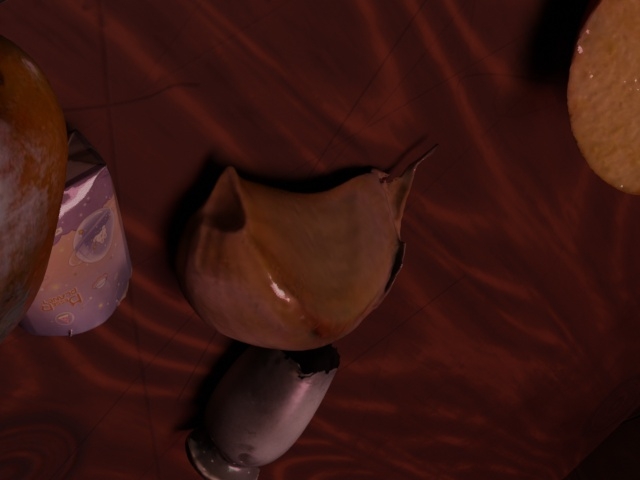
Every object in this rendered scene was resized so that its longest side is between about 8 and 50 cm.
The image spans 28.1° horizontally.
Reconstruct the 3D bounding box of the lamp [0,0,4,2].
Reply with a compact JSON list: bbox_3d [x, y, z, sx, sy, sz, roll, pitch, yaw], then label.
[{"bbox_3d":[-0.189,-0.184,0.715,0.182,0.182,0.314,-46,153,4],"label":"lamp"}]

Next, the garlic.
[{"bbox_3d":[0.004,0.011,1.280,0.338,0.151,0.196,-10,125,-48],"label":"garlic"}]

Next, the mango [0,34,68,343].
[{"bbox_3d":[-0.286,0.008,0.808,0.384,0.199,0.221,-39,-174,40],"label":"mango"}]

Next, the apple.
[{"bbox_3d":[0.412,-0.211,1.381,0.314,0.252,0.309,-11,150,-42],"label":"apple"}]

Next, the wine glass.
[{"bbox_3d":[-0.066,0.186,1.444,0.111,0.111,0.204,-1,134,-51],"label":"wine glass"}]

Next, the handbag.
[{"bbox_3d":[-0.211,0.005,1.037,0.117,0.095,0.173,-30,146,-17],"label":"handbag"}]
